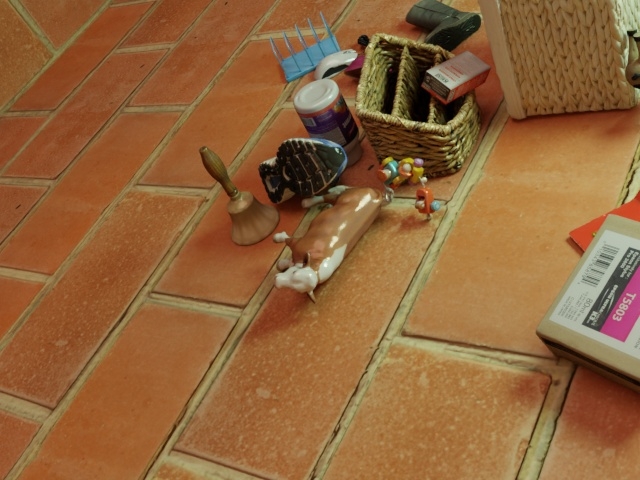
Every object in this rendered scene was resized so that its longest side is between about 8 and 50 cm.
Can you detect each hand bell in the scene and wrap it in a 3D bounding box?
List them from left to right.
[{"bbox_3d":[-0.198,-0.115,1.798,0.126,0.242,0.126,-18,40,16],"label":"hand bell"}]

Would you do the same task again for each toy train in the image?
[{"bbox_3d":[0.168,-0.107,1.653,0.046,0.125,0.166,-20,22,-33],"label":"toy train"}]

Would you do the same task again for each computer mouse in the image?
[{"bbox_3d":[0.063,-0.494,2.194,0.193,0.042,0.106,-29,40,3],"label":"computer mouse"}]

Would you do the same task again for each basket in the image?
[{"bbox_3d":[0.219,-0.305,1.748,0.214,0.223,0.299,-9,42,24],"label":"basket"},{"bbox_3d":[0.512,-0.475,1.658,0.267,0.331,0.328,2,50,32],"label":"basket"}]

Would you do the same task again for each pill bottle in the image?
[{"bbox_3d":[0.024,-0.261,1.848,0.108,0.193,0.108,-17,41,16],"label":"pill bottle"}]

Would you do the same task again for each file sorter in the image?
[{"bbox_3d":[-0.044,-0.544,2.268,0.170,0.104,0.118,-24,40,8],"label":"file sorter"}]

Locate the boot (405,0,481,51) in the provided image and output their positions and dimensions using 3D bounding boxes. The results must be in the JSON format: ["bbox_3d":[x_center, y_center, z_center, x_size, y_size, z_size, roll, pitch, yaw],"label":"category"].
[{"bbox_3d":[0.285,-0.556,2.092,0.190,0.076,0.208,-29,43,-20],"label":"boot"}]

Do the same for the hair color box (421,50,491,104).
[{"bbox_3d":[0.285,-0.343,1.705,0.141,0.043,0.072,-31,63,-34],"label":"hair color box"}]

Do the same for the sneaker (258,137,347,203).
[{"bbox_3d":[-0.019,-0.170,1.769,0.147,0.129,0.330,-25,7,-22],"label":"sneaker"}]

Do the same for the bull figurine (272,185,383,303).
[{"bbox_3d":[0.000,0.000,1.657,0.310,0.101,0.188,-45,34,-24],"label":"bull figurine"}]

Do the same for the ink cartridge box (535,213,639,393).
[{"bbox_3d":[0.473,0.095,1.228,0.193,0.088,0.234,23,75,47],"label":"ink cartridge box"}]

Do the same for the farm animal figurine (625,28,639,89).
[{"bbox_3d":[0.746,-0.374,1.535,0.331,0.172,0.326,-8,29,22],"label":"farm animal figurine"}]

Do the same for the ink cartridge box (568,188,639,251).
[{"bbox_3d":[0.637,-0.048,1.308,0.385,0.091,0.308,-29,39,1],"label":"ink cartridge box"}]

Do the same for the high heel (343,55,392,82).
[{"bbox_3d":[0.137,-0.405,2.019,0.117,0.082,0.244,-29,38,3],"label":"high heel"}]
